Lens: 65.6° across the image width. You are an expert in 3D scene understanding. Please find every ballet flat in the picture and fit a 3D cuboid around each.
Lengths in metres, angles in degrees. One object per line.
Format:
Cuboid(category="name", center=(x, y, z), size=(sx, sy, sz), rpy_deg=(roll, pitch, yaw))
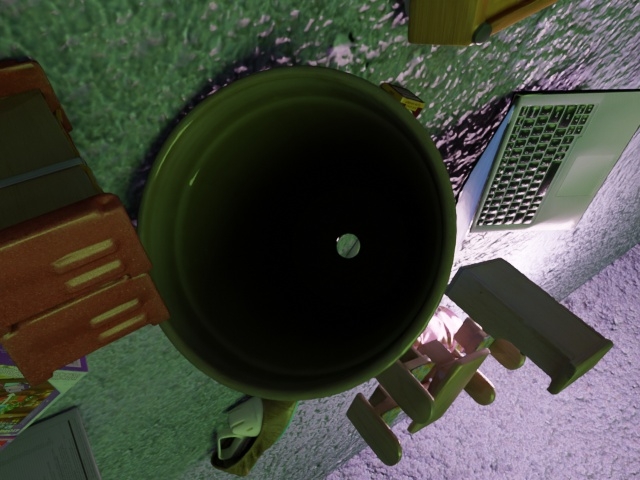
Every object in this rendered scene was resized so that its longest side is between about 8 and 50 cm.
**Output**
Cuboid(category="ballet flat", center=(-0.169, 0.437, 1.146), size=(0.124, 0.116, 0.342), rpy_deg=(11, 129, -29))

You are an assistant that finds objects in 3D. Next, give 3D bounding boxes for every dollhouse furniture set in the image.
Cuboid(category="dollhouse furniture set", center=(0.319, 0.270, 0.988), size=(0.362, 0.256, 0.393), rpy_deg=(-7, 131, -42))
Cuboid(category="dollhouse furniture set", center=(-0.330, 0.027, 0.342), size=(0.374, 0.201, 0.152), rpy_deg=(-25, 147, -23))

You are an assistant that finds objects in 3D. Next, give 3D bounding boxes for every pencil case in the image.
Cuboid(category="pencil case", center=(0.218, 0.241, 1.225), size=(0.160, 0.167, 0.386), rpy_deg=(-42, 149, 26))

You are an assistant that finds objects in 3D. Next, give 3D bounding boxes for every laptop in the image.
Cuboid(category="laptop", center=(0.398, -0.057, 0.942), size=(0.409, 0.236, 0.381), rpy_deg=(-2, 142, -2))

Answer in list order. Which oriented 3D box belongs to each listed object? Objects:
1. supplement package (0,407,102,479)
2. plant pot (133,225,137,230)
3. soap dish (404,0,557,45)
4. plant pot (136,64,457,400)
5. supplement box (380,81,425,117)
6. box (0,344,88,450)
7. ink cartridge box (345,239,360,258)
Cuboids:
Cuboid(category="supplement package", center=(-0.454, 0.379, 0.721), size=(0.244, 0.139, 0.133), rpy_deg=(-18, 142, -29))
Cuboid(category="plant pot", center=(-0.295, 0.059, 0.582), size=(0.237, 0.032, 0.236), rpy_deg=(-27, 147, -19))
Cuboid(category="soap dish", center=(0.200, -0.355, 0.488), size=(0.229, 0.118, 0.290), rpy_deg=(-30, 149, -15))
Cuboid(category="plant pot", center=(0.000, 0.000, 0.598), size=(0.323, 0.323, 0.280), rpy_deg=(-45, 165, 9))
Cuboid(category="supplement box", center=(0.096, -0.168, 0.687), size=(0.055, 0.043, 0.083), rpy_deg=(-5, 135, -45))
Cuboid(category="box", center=(-0.426, 0.151, 0.494), size=(0.201, 0.057, 0.293), rpy_deg=(-40, 145, 16))
Cuboid(category="ink cartridge box", center=(0.146, 0.025, 0.959), size=(0.175, 0.072, 0.127), rpy_deg=(-1, 132, -47))
